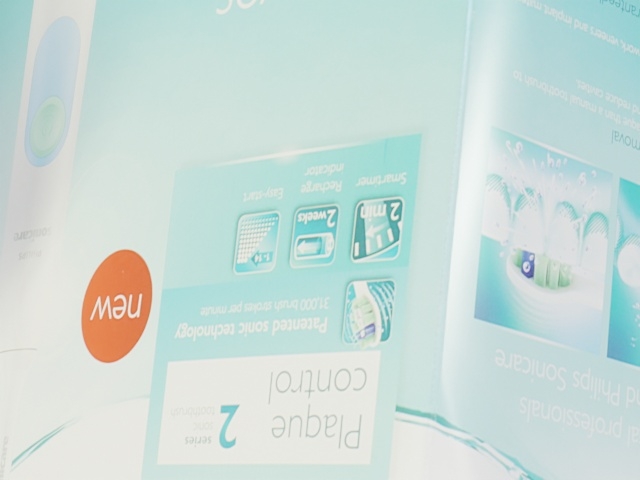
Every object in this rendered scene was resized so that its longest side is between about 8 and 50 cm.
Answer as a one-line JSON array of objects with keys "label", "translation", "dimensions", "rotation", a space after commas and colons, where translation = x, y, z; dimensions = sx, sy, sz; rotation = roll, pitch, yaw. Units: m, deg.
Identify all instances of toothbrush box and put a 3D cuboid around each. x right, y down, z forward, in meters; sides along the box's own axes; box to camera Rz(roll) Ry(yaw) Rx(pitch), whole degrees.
[{"label": "toothbrush box", "translation": [0.000, 0.000, 0.569], "dimensions": [0.126, 0.296, 0.216], "rotation": [16, 165, -42]}]
